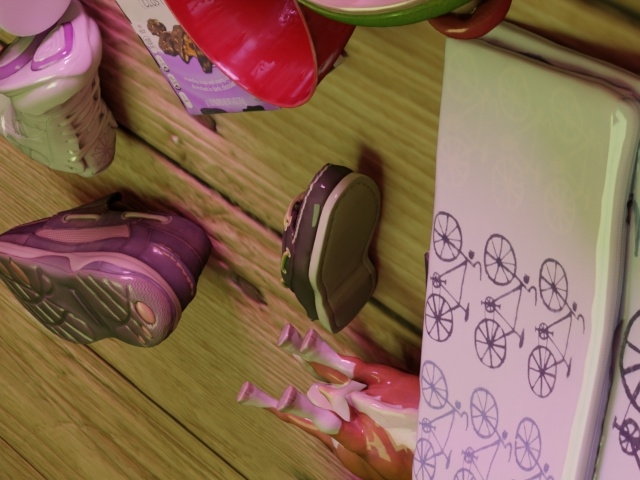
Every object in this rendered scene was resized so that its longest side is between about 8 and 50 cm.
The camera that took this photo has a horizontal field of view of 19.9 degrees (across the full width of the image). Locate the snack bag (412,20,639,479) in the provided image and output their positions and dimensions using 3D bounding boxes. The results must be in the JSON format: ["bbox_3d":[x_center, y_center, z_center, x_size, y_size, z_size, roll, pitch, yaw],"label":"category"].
[{"bbox_3d":[0.164,0.062,1.057,0.342,0.037,0.323,31,121,53],"label":"snack bag"}]

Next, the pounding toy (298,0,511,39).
[{"bbox_3d":[0.048,-0.192,0.986,0.237,0.183,0.110,35,180,36],"label":"pounding toy"}]

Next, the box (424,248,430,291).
[{"bbox_3d":[0.210,0.172,1.130,0.395,0.097,0.318,12,108,58],"label":"box"}]

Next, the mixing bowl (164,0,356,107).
[{"bbox_3d":[-0.031,-0.187,1.198,0.181,0.098,0.181,42,156,23],"label":"mixing bowl"}]

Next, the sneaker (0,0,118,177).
[{"bbox_3d":[-0.236,-0.136,1.722,0.152,0.114,0.305,41,165,-12],"label":"sneaker"}]

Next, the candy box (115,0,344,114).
[{"bbox_3d":[-0.092,-0.192,1.351,0.196,0.070,0.165,57,158,-18],"label":"candy box"}]

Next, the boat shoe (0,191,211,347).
[{"bbox_3d":[-0.225,0.026,1.906,0.355,0.130,0.132,10,138,52],"label":"boat shoe"}]

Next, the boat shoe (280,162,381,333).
[{"bbox_3d":[0.000,0.000,1.468,0.068,0.081,0.228,39,159,19],"label":"boat shoe"}]

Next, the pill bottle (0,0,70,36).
[{"bbox_3d":[-0.312,-0.261,1.618,0.208,0.117,0.117,34,153,36],"label":"pill bottle"}]

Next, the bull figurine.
[{"bbox_3d":[0.049,0.146,1.532,0.188,0.101,0.310,29,167,-10],"label":"bull figurine"}]
